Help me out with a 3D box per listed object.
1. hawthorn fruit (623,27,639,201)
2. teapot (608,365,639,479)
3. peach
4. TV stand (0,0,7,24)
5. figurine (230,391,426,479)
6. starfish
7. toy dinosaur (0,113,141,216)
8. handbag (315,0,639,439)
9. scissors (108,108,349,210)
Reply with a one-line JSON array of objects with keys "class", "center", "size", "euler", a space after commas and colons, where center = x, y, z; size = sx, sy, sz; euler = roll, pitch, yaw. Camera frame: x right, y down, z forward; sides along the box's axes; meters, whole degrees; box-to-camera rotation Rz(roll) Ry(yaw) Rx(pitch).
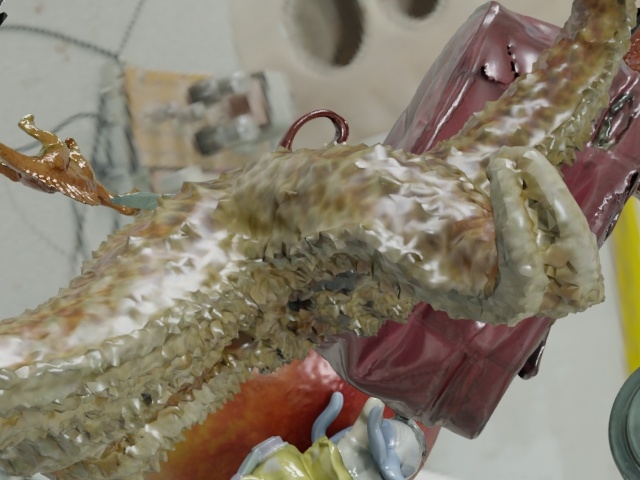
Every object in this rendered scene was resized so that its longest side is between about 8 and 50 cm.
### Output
[{"class": "hawthorn fruit", "center": [0.298, -0.089, 1.237], "size": [0.169, 0.188, 0.169], "euler": [-16, 129, -21]}, {"class": "teapot", "center": [0.145, 0.070, 0.617], "size": [0.057, 0.066, 0.088], "euler": [49, 23, -55]}, {"class": "peach", "center": [-0.041, 0.132, 1.601], "size": [0.370, 0.370, 0.370], "euler": [15, 69, -43]}, {"class": "TV stand", "center": [-0.377, -0.203, 1.650], "size": [0.042, 0.036, 0.249], "euler": [53, 44, -28]}, {"class": "figurine", "center": [0.014, 0.204, 1.356], "size": [0.184, 0.208, 0.128], "euler": [-27, 87, -32]}, {"class": "starfish", "center": [0.000, -0.004, 0.531], "size": [0.303, 0.312, 0.113], "euler": [-30, 89, -13]}, {"class": "toy dinosaur", "center": [-0.269, -0.062, 1.589], "size": [0.142, 0.057, 0.212], "euler": [38, 20, 13]}, {"class": "handbag", "center": [0.088, -0.010, 0.870], "size": [0.135, 0.146, 0.225], "euler": [32, 89, -1]}, {"class": "scissors", "center": [-0.069, -0.025, 1.393], "size": [0.248, 0.017, 0.144], "euler": [-16, 102, -33]}]
